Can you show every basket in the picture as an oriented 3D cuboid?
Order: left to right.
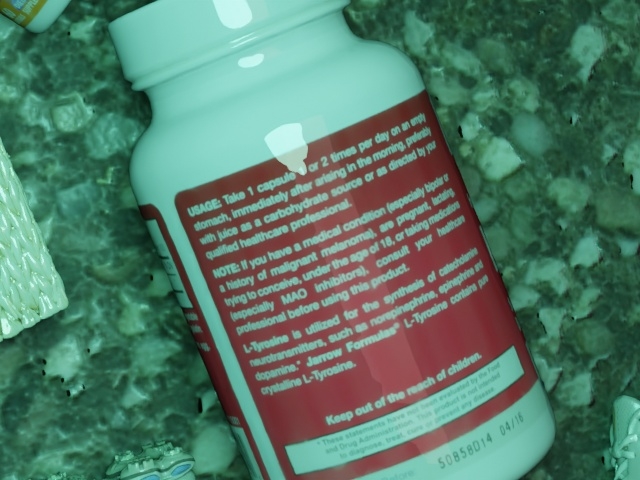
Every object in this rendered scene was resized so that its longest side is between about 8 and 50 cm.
[{"bbox_3d":[-0.263,0.000,1.300,0.103,0.113,0.167,-23,97,-22],"label":"basket"}]

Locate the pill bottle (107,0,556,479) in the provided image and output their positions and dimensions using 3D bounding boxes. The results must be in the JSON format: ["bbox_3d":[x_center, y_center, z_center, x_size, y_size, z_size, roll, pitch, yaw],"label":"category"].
[{"bbox_3d":[0.000,0.000,1.328,0.229,0.229,0.408,-24,97,-18],"label":"pill bottle"}]

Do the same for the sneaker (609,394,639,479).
[{"bbox_3d":[0.269,0.196,1.499,0.121,0.099,0.262,39,70,-7],"label":"sneaker"}]

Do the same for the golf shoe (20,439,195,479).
[{"bbox_3d":[-0.173,0.211,1.353,0.176,0.069,0.086,-13,99,-18],"label":"golf shoe"}]

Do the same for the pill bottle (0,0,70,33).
[{"bbox_3d":[-0.260,-0.253,1.299,0.216,0.121,0.121,32,79,-15],"label":"pill bottle"}]
